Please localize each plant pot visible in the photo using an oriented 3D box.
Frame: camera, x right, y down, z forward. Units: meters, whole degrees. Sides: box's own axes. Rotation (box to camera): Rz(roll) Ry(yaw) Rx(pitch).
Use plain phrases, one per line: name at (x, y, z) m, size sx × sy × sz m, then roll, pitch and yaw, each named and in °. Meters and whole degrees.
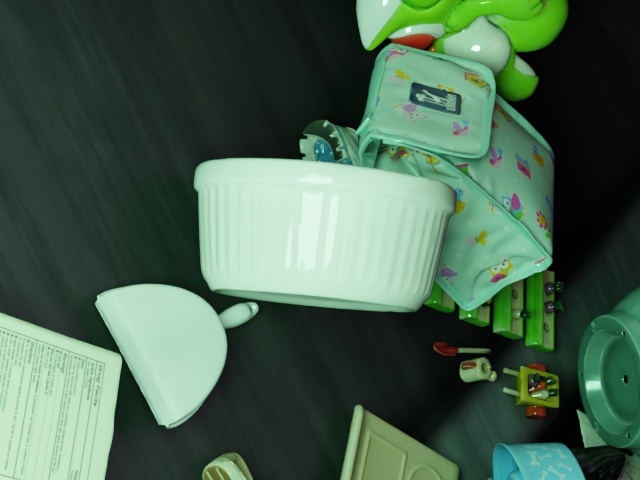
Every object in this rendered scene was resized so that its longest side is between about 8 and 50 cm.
plant pot at (0.460, 0.174, 1.966) m, size 0.196 × 0.293 × 0.293 m, roll -4°, pitch 80°, yaw -20°

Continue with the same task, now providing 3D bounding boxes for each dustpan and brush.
dustpan and brush at (-0.126, 0.094, 1.513) m, size 0.211 × 0.060 × 0.147 m, roll -24°, pitch 84°, yaw -41°

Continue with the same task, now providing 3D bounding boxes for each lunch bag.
lunch bag at (0.148, -0.092, 1.744) m, size 0.262 × 0.160 × 0.223 m, roll 45°, pitch 32°, yaw -22°

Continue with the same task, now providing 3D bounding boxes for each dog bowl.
dog bowl at (0.267, 0.365, 1.714) m, size 0.074 × 0.166 × 0.297 m, roll -12°, pitch 104°, yaw -8°

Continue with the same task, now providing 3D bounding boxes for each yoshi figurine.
yoshi figurine at (0.175, -0.318, 1.850) m, size 0.362 × 0.203 × 0.203 m, roll 35°, pitch 48°, yaw -38°

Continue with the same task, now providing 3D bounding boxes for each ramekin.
ramekin at (0.000, 0.000, 1.524) m, size 0.273 × 0.273 × 0.127 m, roll 10°, pitch 84°, yaw -45°

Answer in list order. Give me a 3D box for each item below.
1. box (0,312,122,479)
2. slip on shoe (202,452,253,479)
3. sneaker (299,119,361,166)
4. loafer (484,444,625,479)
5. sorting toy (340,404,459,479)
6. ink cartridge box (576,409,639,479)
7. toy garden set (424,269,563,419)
box at (-0.300, 0.141, 1.253) m, size 0.232 × 0.127 × 0.148 m, roll 26°, pitch 60°, yaw -40°
slip on shoe at (-0.074, 0.278, 1.514) m, size 0.135 × 0.051 × 0.041 m, roll 63°, pitch 31°, yaw -4°
sneaker at (0.041, -0.046, 1.716) m, size 0.083 × 0.071 × 0.190 m, roll -6°, pitch 83°, yaw -53°
loafer at (0.295, 0.290, 1.871) m, size 0.223 × 0.078 × 0.076 m, roll -10°, pitch 124°, yaw -42°
sorting toy at (0.078, 0.308, 1.675) m, size 0.208 × 0.038 × 0.193 m, roll 38°, pitch 53°, yaw -39°
ink cartridge box at (0.395, 0.357, 1.998) m, size 0.181 × 0.056 × 0.224 m, roll 28°, pitch 41°, yaw -38°
toy garden set at (0.226, 0.102, 1.879) m, size 0.244 × 0.049 × 0.204 m, roll 22°, pitch 63°, yaw -41°
